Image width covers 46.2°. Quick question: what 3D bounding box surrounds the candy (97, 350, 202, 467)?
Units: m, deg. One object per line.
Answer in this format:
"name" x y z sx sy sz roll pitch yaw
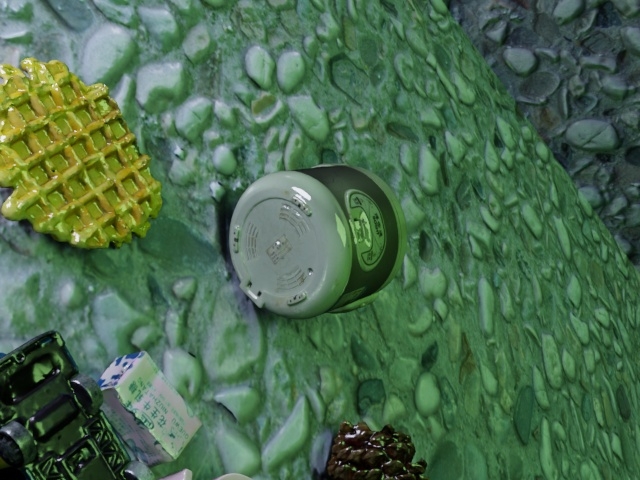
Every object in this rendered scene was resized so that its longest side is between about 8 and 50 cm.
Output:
"candy" -0.260 0.253 1.116 0.160 0.073 0.092 56 34 -15

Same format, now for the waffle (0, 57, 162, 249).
"waffle" -0.380 -0.133 1.169 0.307 0.060 0.312 6 70 -51

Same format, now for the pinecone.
"pinecone" 0.105 0.425 1.397 0.204 0.184 0.179 -79 176 -59

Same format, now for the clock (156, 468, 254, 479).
"clock" -0.118 0.504 1.133 0.275 0.080 0.290 22 48 -45

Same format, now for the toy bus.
"toy bus" -0.337 0.271 0.923 0.138 0.175 0.288 -38 103 -52

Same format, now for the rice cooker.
"rice cooker" 0.003 -0.001 1.409 0.277 0.288 0.288 -11 81 -53
